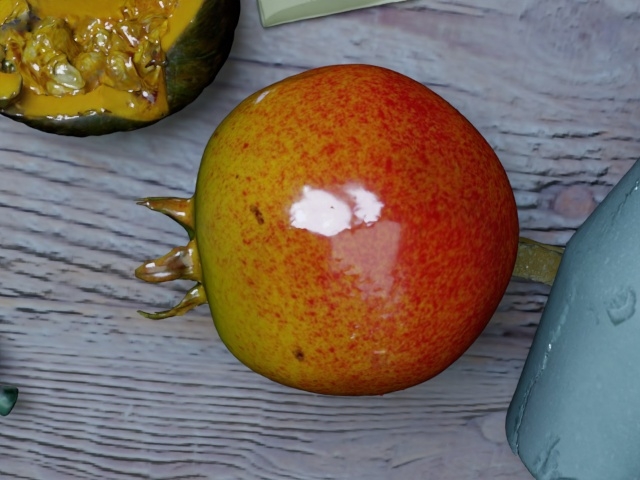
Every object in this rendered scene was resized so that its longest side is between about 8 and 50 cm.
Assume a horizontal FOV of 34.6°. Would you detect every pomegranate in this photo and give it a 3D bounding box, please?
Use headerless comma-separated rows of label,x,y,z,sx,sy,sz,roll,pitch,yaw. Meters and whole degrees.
pomegranate,0.000,0.000,0.674,0.256,0.221,0.221,-9,114,5

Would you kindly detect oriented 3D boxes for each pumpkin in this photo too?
pumpkin,-0.128,-0.128,0.651,0.183,0.119,0.107,-22,151,8

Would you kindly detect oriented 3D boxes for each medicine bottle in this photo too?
medicine bottle,0.281,0.042,0.706,0.245,0.245,0.290,7,112,-10

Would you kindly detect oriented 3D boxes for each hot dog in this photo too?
hot dog,0.157,0.014,0.791,0.090,0.034,0.030,13,102,-33

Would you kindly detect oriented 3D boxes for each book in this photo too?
book,0.007,-0.192,0.692,0.111,0.014,0.077,-11,114,-2

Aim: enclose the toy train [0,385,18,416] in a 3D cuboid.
toy train,-0.363,0.140,0.731,0.221,0.150,0.304,30,106,-29
